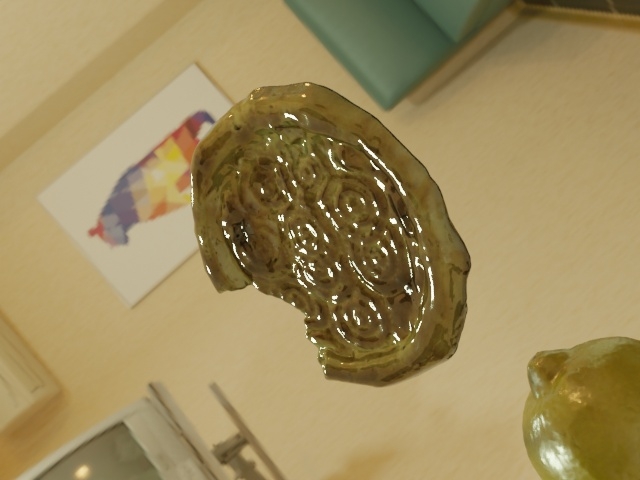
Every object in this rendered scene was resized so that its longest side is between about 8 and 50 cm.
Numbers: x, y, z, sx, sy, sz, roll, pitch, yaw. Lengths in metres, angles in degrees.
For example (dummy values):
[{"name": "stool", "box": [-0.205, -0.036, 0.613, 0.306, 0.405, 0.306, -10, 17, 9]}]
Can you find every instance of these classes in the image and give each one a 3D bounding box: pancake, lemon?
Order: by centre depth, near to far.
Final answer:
[{"name": "pancake", "box": [0.000, 0.000, 0.588, 0.235, 0.029, 0.212, 33, 129, 19]}, {"name": "lemon", "box": [0.298, 0.196, 0.813, 0.248, 0.184, 0.184, 49, 176, 9]}]
